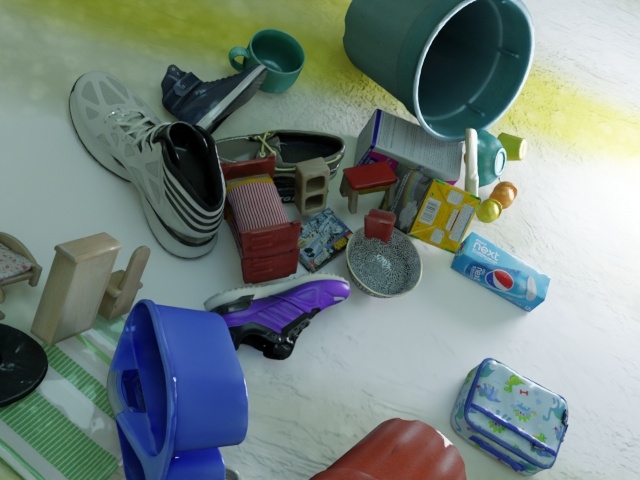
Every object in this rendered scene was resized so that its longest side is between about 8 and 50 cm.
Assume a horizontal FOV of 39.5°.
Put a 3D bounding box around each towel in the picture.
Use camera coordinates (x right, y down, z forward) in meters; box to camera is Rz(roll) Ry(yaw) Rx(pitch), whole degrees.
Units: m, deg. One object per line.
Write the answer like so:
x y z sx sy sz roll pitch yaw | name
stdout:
-0.403 0.274 1.520 0.248 0.038 0.325 39 54 3 | towel

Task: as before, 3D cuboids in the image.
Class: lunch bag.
0.381 0.355 1.783 0.219 0.090 0.176 32 56 -2 | lunch bag

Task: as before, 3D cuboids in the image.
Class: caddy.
-0.248 0.248 1.409 0.179 0.241 0.341 9 32 -27 | caddy

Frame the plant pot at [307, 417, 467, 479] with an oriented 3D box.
0.106 0.451 1.498 0.272 0.272 0.265 47 39 8 | plant pot

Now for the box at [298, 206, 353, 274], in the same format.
0.000 0.000 1.865 0.094 0.027 0.137 47 54 10 | box

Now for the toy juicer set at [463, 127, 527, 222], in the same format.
0.358 -0.145 2.001 0.089 0.209 0.329 13 9 32 | toy juicer set

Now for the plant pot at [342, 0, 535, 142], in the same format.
0.242 -0.443 2.019 0.341 0.341 0.334 -17 38 -31 | plant pot

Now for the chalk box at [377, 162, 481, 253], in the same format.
0.218 -0.076 1.907 0.132 0.213 0.132 21 99 -24 | chalk box

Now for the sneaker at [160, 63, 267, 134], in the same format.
-0.237 -0.339 1.902 0.163 0.086 0.226 44 74 8 | sneaker

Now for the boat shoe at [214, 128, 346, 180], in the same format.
-0.095 -0.182 1.832 0.305 0.091 0.109 0 58 -22 | boat shoe

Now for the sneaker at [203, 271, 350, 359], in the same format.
-0.069 0.156 1.706 0.293 0.102 0.146 -10 70 -23 | sneaker

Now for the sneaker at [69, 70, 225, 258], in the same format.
-0.313 -0.204 1.708 0.169 0.257 0.447 -30 76 -34 | sneaker

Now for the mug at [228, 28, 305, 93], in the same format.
-0.122 -0.403 2.010 0.158 0.097 0.129 28 54 -5 | mug

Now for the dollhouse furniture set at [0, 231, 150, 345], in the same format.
-0.515 -0.003 1.511 0.355 0.174 0.303 33 23 18 | dollhouse furniture set

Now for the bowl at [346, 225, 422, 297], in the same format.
0.118 0.058 1.849 0.170 0.080 0.170 11 57 -17 | bowl

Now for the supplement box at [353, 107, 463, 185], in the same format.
0.199 -0.190 2.013 0.220 0.111 0.114 19 55 -12 | supplement box

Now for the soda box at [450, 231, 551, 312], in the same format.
0.400 0.071 1.972 0.210 0.067 0.071 29 54 -4 | soda box

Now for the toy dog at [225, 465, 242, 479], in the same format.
-0.225 0.469 1.403 0.333 0.161 0.220 -7 64 -27 | toy dog

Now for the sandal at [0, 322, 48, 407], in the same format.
-0.662 0.156 1.420 0.446 0.107 0.167 17 52 -10 | sandal

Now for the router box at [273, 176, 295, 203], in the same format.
-0.084 -0.146 1.904 0.179 0.046 0.133 -4 64 -25 | router box

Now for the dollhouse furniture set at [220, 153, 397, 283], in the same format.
-0.004 -0.068 1.759 0.374 0.152 0.201 -12 50 -16 | dollhouse furniture set
